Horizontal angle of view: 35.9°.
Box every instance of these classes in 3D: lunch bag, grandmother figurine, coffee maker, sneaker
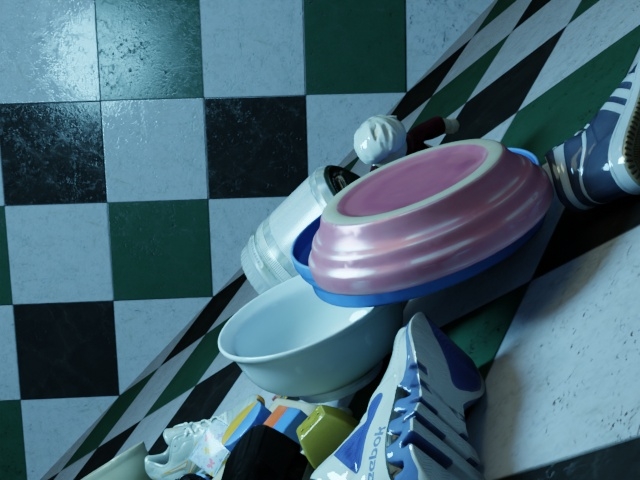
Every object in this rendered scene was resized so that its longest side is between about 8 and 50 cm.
[{"bbox_3d":[-0.171,0.359,1.693,0.071,0.053,0.083,24,85,36],"label":"lunch bag"},{"bbox_3d":[0.160,-0.137,1.722,0.208,0.104,0.342,-53,-29,9],"label":"grandmother figurine"},{"bbox_3d":[-0.087,0.308,1.233,0.120,0.171,0.178,-32,10,13],"label":"coffee maker"},{"bbox_3d":[0.389,-0.150,1.274,0.153,0.099,0.282,-31,22,54],"label":"sneaker"},{"bbox_3d":[-0.212,0.358,1.772,0.262,0.121,0.099,-46,10,9],"label":"sneaker"},{"bbox_3d":[0.073,0.216,1.078,0.182,0.127,0.315,-41,13,23],"label":"sneaker"}]

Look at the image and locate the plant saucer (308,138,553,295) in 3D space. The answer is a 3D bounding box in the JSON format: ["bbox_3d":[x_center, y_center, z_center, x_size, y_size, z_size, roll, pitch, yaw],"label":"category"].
[{"bbox_3d":[0.131,-0.044,1.285,0.332,0.084,0.332,-21,16,7],"label":"plant saucer"}]

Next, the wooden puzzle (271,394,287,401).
[{"bbox_3d":[-0.068,0.278,1.812,0.049,0.006,0.083,-49,10,-8],"label":"wooden puzzle"}]

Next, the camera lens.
[{"bbox_3d":[0.000,0.000,2.000,0.274,0.219,0.219,-43,10,22],"label":"camera lens"}]

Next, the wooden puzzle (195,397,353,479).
[{"bbox_3d":[-0.124,0.361,1.498,0.322,0.080,0.348,-51,10,-19],"label":"wooden puzzle"}]

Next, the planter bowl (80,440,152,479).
[{"bbox_3d":[-0.405,0.500,2.018,0.162,0.109,0.162,-31,-2,-2],"label":"planter bowl"}]

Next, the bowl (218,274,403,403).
[{"bbox_3d":[0.007,0.151,1.486,0.298,0.134,0.298,-22,17,7],"label":"bowl"}]

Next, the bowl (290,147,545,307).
[{"bbox_3d":[0.147,-0.021,1.466,0.391,0.077,0.391,-21,17,7],"label":"bowl"}]

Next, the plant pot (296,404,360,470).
[{"bbox_3d":[0.015,0.261,1.284,0.081,0.083,0.081,-48,10,0],"label":"plant pot"}]
